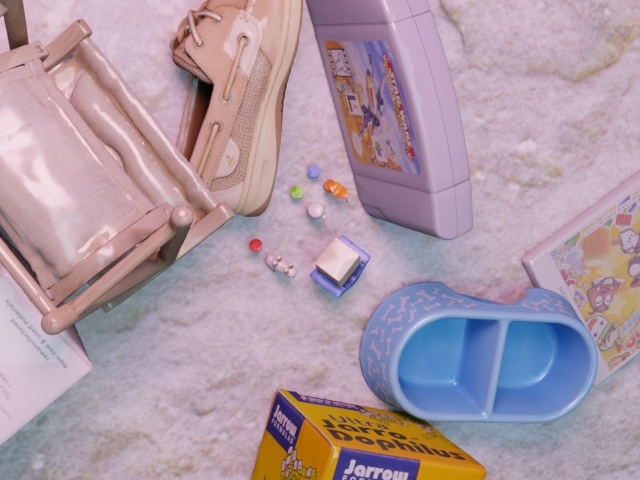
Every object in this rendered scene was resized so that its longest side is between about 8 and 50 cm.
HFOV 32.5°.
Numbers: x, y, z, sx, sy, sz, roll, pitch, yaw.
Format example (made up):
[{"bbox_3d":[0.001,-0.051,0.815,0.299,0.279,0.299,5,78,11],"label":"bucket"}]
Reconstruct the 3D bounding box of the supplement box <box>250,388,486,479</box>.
[{"bbox_3d":[0.018,0.377,1.242,0.194,0.195,0.357,13,95,-23],"label":"supplement box"}]

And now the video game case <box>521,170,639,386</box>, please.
[{"bbox_3d":[0.391,0.044,1.406,0.227,0.026,0.206,-35,111,-11],"label":"video game case"}]

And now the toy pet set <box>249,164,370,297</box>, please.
[{"bbox_3d":[0.000,0.000,1.245,0.114,0.065,0.122,38,82,12],"label":"toy pet set"}]

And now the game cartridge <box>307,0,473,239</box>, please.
[{"bbox_3d":[0.074,-0.150,1.155,0.062,0.198,0.297,-20,107,-16],"label":"game cartridge"}]

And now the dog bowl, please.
[{"bbox_3d":[0.198,0.142,1.315,0.297,0.074,0.166,4,104,-16],"label":"dog bowl"}]

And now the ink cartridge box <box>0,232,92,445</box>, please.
[{"bbox_3d":[-0.381,0.143,1.028,0.306,0.226,0.131,-41,111,-7],"label":"ink cartridge box"}]

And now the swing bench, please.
[{"bbox_3d":[-0.230,-0.071,1.000,0.165,0.254,0.253,-38,90,3],"label":"swing bench"}]

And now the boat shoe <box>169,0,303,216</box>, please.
[{"bbox_3d":[-0.093,-0.192,1.124,0.110,0.121,0.341,2,101,-22],"label":"boat shoe"}]
